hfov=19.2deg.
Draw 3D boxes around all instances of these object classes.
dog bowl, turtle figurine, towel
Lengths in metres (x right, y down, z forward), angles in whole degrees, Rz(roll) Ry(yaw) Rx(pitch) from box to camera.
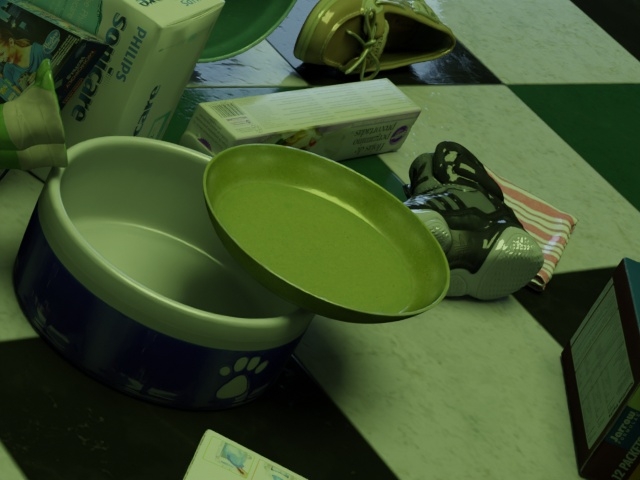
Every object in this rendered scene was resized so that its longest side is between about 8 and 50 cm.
[{"bbox_3d":[-0.133,0.026,1.675,0.265,0.104,0.265,21,29,-13],"label":"dog bowl"},{"bbox_3d":[-0.354,-0.114,1.563,0.266,0.198,0.275,-11,48,-9],"label":"turtle figurine"},{"bbox_3d":[0.212,-0.023,2.119,0.144,0.029,0.197,31,29,4],"label":"towel"}]

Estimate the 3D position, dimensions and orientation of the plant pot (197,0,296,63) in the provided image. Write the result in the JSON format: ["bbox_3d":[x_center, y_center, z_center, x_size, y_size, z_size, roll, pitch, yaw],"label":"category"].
[{"bbox_3d":[-0.177,-0.356,2.110,0.293,0.293,0.196,3,10,-37],"label":"plant pot"}]

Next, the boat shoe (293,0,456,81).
[{"bbox_3d":[0.070,-0.253,2.288,0.089,0.104,0.285,36,29,20],"label":"boat shoe"}]

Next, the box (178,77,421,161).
[{"bbox_3d":[-0.017,-0.122,2.048,0.067,0.063,0.324,44,33,24],"label":"box"}]

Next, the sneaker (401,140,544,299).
[{"bbox_3d":[0.101,-0.028,1.944,0.268,0.101,0.153,11,43,-38],"label":"sneaker"}]

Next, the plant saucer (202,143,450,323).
[{"bbox_3d":[0.000,0.000,1.683,0.241,0.037,0.241,21,31,-13],"label":"plant saucer"}]

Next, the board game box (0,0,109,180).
[{"bbox_3d":[-0.327,-0.165,1.726,0.194,0.194,0.060,42,12,14],"label":"board game box"}]

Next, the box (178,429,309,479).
[{"bbox_3d":[-0.028,0.250,1.399,0.203,0.114,0.103,28,29,-3],"label":"box"}]

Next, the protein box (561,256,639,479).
[{"bbox_3d":[0.363,0.153,1.857,0.200,0.136,0.201,22,30,-11],"label":"protein box"}]

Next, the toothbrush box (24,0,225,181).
[{"bbox_3d":[-0.273,-0.208,1.816,0.295,0.216,0.126,35,30,13],"label":"toothbrush box"}]
